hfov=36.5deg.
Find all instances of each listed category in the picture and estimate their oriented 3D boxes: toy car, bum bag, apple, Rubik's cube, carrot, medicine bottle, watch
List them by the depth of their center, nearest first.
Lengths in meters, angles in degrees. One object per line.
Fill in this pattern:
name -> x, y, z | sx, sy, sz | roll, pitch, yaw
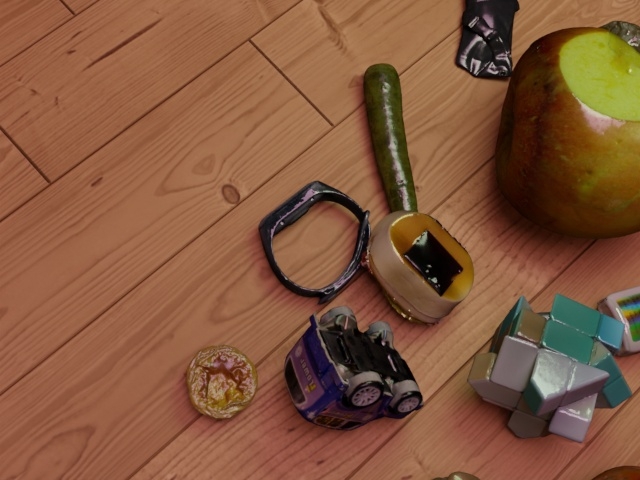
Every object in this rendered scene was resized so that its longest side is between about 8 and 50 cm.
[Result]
toy car -> 0.053, 0.234, 1.636 | 0.235, 0.158, 0.172 | 23, 31, -39
Rubik's cube -> 0.393, 0.235, 1.660 | 0.265, 0.224, 0.213 | 23, 54, 3
apple -> 0.499, -0.193, 1.748 | 0.374, 0.374, 0.384 | 9, 86, -5
watch -> 0.000, 0.000, 1.768 | 0.206, 0.068, 0.193 | -37, 83, -15
medicine bottle -> 0.633, 0.133, 1.798 | 0.219, 0.078, 0.115 | -14, 71, -12
carrot -> 0.137, -0.169, 1.847 | 0.074, 0.074, 0.358 | -5, 74, -10
bum bag -> 0.347, -0.450, 1.977 | 0.123, 0.060, 0.248 | 9, 70, -5

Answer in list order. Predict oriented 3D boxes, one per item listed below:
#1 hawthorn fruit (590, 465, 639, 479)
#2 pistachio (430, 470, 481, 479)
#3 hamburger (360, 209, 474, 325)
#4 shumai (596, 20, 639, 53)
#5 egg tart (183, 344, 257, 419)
hawthorn fruit -> 0.539, 0.492, 1.585 | 0.235, 0.263, 0.231 | 15, 90, -30
pistachio -> 0.247, 0.521, 1.566 | 0.181, 0.162, 0.293 | -11, 70, -39
hamburger -> 0.175, 0.046, 1.738 | 0.210, 0.116, 0.173 | 43, 61, -8
shumai -> 0.565, -0.328, 1.899 | 0.184, 0.184, 0.142 | 35, 54, 5
egg tart -> -0.172, 0.242, 1.664 | 0.130, 0.052, 0.130 | 3, 72, -8
